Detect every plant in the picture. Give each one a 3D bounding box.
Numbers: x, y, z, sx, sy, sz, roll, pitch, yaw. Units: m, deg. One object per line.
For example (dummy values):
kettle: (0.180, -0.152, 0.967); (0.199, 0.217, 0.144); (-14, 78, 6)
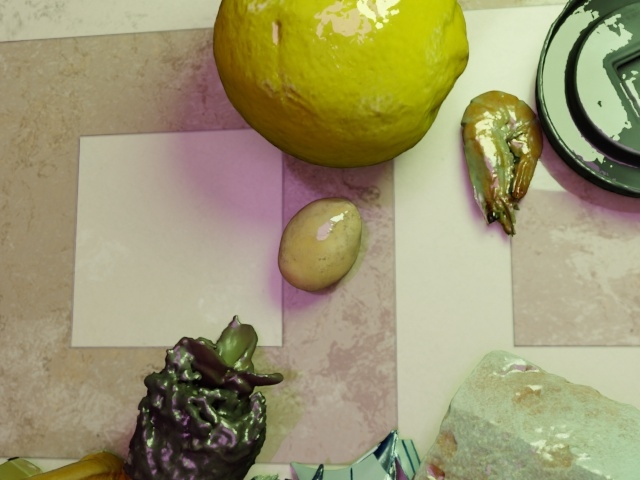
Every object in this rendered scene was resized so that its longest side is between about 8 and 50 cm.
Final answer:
plant: (-0.153, 0.238, 1.056); (0.178, 0.204, 0.234); (29, 95, 13)

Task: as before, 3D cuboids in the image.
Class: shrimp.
shrimp: (0.264, -0.113, 1.105); (0.115, 0.051, 0.217); (-6, 79, 6)

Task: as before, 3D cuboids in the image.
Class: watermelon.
watermelon: (0.257, 0.267, 0.980); (0.387, 0.228, 0.258); (-26, 70, 14)

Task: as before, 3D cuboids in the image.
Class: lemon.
lemon: (0.023, -0.261, 1.026); (0.347, 0.348, 0.348); (-1, 82, 9)

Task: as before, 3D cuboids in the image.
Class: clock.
clock: (0.459, -0.216, 1.070); (0.324, 0.067, 0.325); (-1, 82, 6)

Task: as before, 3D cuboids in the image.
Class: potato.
potato: (-0.002, 0.002, 1.106); (0.112, 0.112, 0.147); (35, 96, 12)

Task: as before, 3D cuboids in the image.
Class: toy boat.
toy boat: (-0.006, 0.364, 1.065); (0.210, 0.070, 0.292); (25, 69, 29)

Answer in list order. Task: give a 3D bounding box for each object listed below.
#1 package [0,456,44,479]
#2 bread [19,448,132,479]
package: (-0.482, 0.403, 1.019); (0.221, 0.311, 0.165); (34, 91, 13)
bread: (-0.352, 0.380, 1.021); (0.119, 0.288, 0.153); (-28, 78, 14)
